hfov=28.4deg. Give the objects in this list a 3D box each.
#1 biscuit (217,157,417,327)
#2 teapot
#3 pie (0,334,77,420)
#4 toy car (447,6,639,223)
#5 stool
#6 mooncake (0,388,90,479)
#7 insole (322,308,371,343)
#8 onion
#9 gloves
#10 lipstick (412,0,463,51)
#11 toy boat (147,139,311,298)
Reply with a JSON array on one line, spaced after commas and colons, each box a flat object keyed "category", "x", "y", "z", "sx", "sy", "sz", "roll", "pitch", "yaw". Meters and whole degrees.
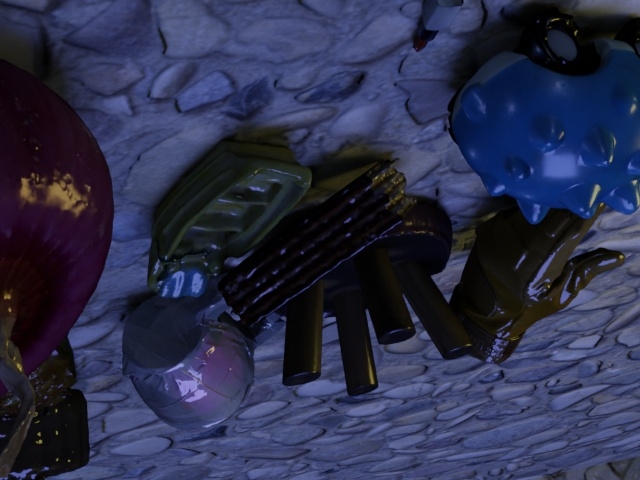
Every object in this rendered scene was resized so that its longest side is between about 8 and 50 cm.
[{"category": "biscuit", "x": 0.000, "y": 0.000, "z": 1.466, "sx": 0.252, "sy": 0.070, "sz": 0.106, "roll": -36, "pitch": -177, "yaw": 20}, {"category": "teapot", "x": -0.160, "y": 0.147, "z": 1.707, "sx": 0.221, "sy": 0.163, "sz": 0.178, "roll": -15, "pitch": 148, "yaw": 9}, {"category": "pie", "x": -0.474, "y": 0.164, "z": 1.649, "sx": 0.288, "sy": 0.103, "sz": 0.355, "roll": -17, "pitch": 157, "yaw": 9}, {"category": "toy car", "x": 0.262, "y": -0.111, "z": 1.293, "sx": 0.255, "sy": 0.190, "sz": 0.188, "roll": 0, "pitch": 153, "yaw": -33}, {"category": "stool", "x": 0.058, "y": 0.079, "z": 1.635, "sx": 0.272, "sy": 0.179, "sz": 0.272, "roll": -12, "pitch": 158, "yaw": -5}, {"category": "mooncake", "x": -0.455, "y": 0.302, "z": 1.892, "sx": 0.228, "sy": 0.124, "sz": 0.228, "roll": -10, "pitch": 180, "yaw": 0}, {"category": "insole", "x": 0.051, "y": 0.127, "z": 1.970, "sx": 0.197, "sy": 0.004, "sz": 0.065, "roll": -30, "pitch": 152, "yaw": 35}, {"category": "onion", "x": -0.329, "y": 0.019, "z": 1.106, "sx": 0.358, "sy": 0.345, "sz": 0.358, "roll": -53, "pitch": 178, "yaw": -2}, {"category": "gloves", "x": 0.276, "y": 0.025, "z": 1.646, "sx": 0.141, "sy": 0.154, "sz": 0.331, "roll": 17, "pitch": 129, "yaw": -20}, {"category": "lipstick", "x": 0.106, "y": -0.206, "z": 1.197, "sx": 0.025, "sy": 0.025, "sz": 0.107, "roll": -5, "pitch": 162, "yaw": -15}, {"category": "toy boat", "x": -0.113, "y": -0.031, "z": 1.422, "sx": 0.111, "sy": 0.084, "sz": 0.276, "roll": 5, "pitch": 148, "yaw": -31}]
